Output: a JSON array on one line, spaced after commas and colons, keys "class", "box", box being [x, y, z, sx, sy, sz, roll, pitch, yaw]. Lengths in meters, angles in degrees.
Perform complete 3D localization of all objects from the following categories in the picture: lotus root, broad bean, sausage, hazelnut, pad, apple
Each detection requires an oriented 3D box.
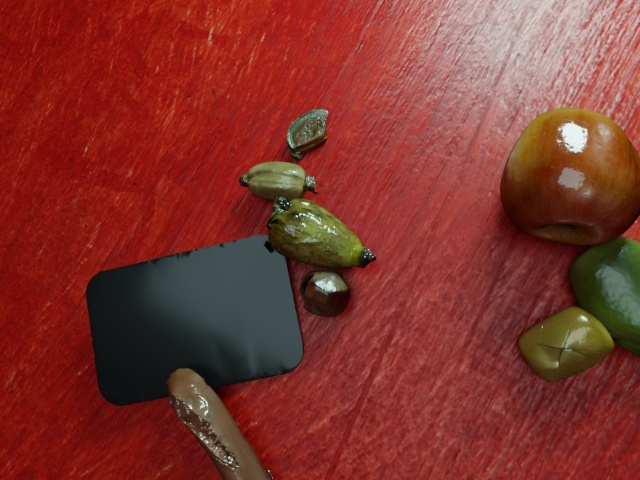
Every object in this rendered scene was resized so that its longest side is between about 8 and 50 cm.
[{"class": "lotus root", "box": [0.000, 0.000, 0.694, 0.191, 0.094, 0.108, 29, 63, 8]}, {"class": "broad bean", "box": [0.432, 0.081, 0.577, 0.124, 0.082, 0.174, -41, 61, 3]}, {"class": "sausage", "box": [-0.149, 0.331, 0.659, 0.078, 0.078, 0.304, -36, 80, 5]}, {"class": "hazelnut", "box": [0.005, 0.088, 0.687, 0.087, 0.086, 0.086, -3, 77, 14]}, {"class": "pad", "box": [-0.218, 0.175, 0.755, 0.376, 0.063, 0.314, -12, 82, 5]}, {"class": "lotus root", "box": [-0.072, -0.106, 0.753, 0.151, 0.062, 0.072, 7, 87, 16]}, {"class": "apple", "box": [0.347, -0.091, 0.588, 0.200, 0.199, 0.198, -3, 77, 14]}]

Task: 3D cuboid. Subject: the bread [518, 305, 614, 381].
[{"class": "bread", "box": [0.333, 0.146, 0.577, 0.115, 0.056, 0.082, -42, 69, 33]}]

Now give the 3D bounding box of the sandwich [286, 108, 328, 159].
[{"class": "sandwich", "box": [-0.023, -0.205, 0.781, 0.101, 0.026, 0.069, -34, 71, 5]}]
